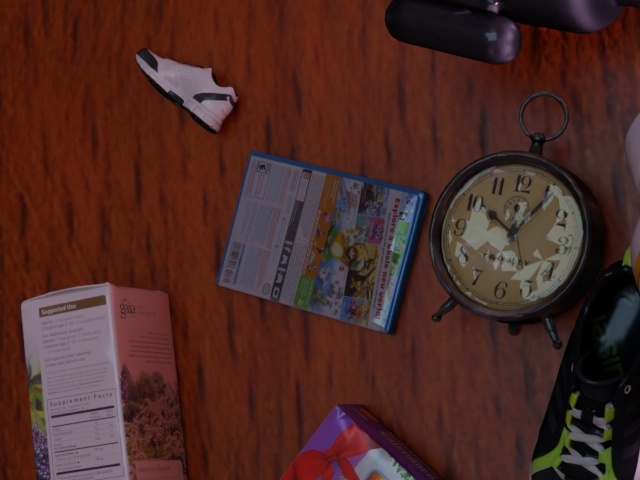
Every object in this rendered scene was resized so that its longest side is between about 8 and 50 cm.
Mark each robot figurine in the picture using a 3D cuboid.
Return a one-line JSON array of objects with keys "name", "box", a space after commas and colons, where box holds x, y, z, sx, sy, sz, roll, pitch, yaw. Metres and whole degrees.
[{"name": "robot figurine", "box": [0.144, -0.251, 1.236, 0.278, 0.209, 0.173, 15, 126, 26]}]

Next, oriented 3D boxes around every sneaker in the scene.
[{"name": "sneaker", "box": [-0.116, -0.137, 1.431, 0.109, 0.040, 0.044, 38, 85, 21]}, {"name": "sneaker", "box": [0.198, 0.114, 1.211, 0.084, 0.097, 0.234, 15, 91, 27]}]

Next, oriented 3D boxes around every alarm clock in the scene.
[{"name": "alarm clock", "box": [0.157, -0.020, 1.266, 0.129, 0.064, 0.192, 13, 92, 27]}]

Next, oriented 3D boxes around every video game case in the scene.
[{"name": "video game case", "box": [0.000, 0.000, 1.367, 0.166, 0.015, 0.119, 15, 90, 27]}]

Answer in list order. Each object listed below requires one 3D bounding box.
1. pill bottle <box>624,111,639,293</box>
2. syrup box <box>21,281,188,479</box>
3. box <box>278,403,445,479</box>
[{"name": "pill bottle", "box": [0.316, 0.051, 1.085, 0.188, 0.188, 0.334, -27, 55, 21]}, {"name": "syrup box", "box": [-0.179, 0.160, 1.392, 0.096, 0.093, 0.237, -13, 79, 25]}, {"name": "box", "box": [0.008, 0.304, 1.304, 0.201, 0.057, 0.293, 41, 102, 23]}]
